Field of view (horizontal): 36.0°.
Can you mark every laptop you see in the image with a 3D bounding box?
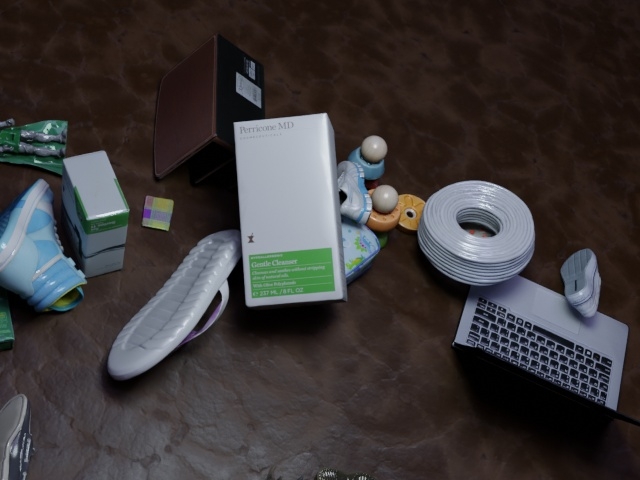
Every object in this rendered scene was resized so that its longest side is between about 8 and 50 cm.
[{"bbox_3d":[0.496,0.201,2.030,0.381,0.236,0.408,25,51,-1],"label":"laptop"}]

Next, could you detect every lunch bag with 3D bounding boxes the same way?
[{"bbox_3d":[0.000,0.000,2.095,0.219,0.090,0.176,44,54,13],"label":"lunch bag"}]

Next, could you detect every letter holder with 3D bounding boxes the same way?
[{"bbox_3d":[-0.248,-0.263,2.183,0.152,0.214,0.302,30,43,-39],"label":"letter holder"}]

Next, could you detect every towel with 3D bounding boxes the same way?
[{"bbox_3d":[-0.342,-0.058,2.071,0.060,0.009,0.083,11,53,-13],"label":"towel"}]

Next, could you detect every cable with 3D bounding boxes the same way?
[{"bbox_3d":[0.342,-0.019,2.142,0.257,0.089,0.257,-11,48,-18],"label":"cable"}]

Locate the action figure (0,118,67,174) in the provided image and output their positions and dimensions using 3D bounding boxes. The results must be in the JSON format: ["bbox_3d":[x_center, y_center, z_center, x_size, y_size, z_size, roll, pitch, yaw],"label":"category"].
[{"bbox_3d":[-0.648,-0.206,2.044,0.232,0.063,0.137,2,58,-14],"label":"action figure"}]

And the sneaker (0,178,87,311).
[{"bbox_3d":[-0.532,0.024,1.891,0.208,0.127,0.319,45,23,-22],"label":"sneaker"}]

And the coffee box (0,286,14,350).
[{"bbox_3d":[-0.635,0.121,1.817,0.113,0.040,0.184,-7,58,-25],"label":"coffee box"}]

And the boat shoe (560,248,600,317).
[{"bbox_3d":[0.594,0.101,2.236,0.076,0.083,0.226,58,31,-15],"label":"boat shoe"}]

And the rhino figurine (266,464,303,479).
[{"bbox_3d":[-0.042,0.506,1.723,0.106,0.073,0.243,-11,58,-21],"label":"rhino figurine"}]

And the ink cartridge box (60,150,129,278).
[{"bbox_3d":[-0.439,-0.046,1.903,0.086,0.208,0.153,-15,61,-25],"label":"ink cartridge box"}]

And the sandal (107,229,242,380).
[{"bbox_3d":[-0.248,0.133,1.900,0.102,0.169,0.416,58,46,-26],"label":"sandal"}]

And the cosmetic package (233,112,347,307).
[{"bbox_3d":[-0.058,-0.053,1.954,0.196,0.155,0.366,-7,84,5],"label":"cosmetic package"}]

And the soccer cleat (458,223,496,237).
[{"bbox_3d":[0.391,0.004,2.251,0.196,0.076,0.068,20,50,21],"label":"soccer cleat"}]

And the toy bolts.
[{"bbox_3d":[0.152,-0.123,2.195,0.218,0.158,0.229,-11,60,-26],"label":"toy bolts"}]

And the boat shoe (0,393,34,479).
[{"bbox_3d":[-0.526,0.362,1.681,0.065,0.075,0.206,48,30,-40],"label":"boat shoe"}]

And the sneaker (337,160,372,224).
[{"bbox_3d":[0.051,-0.114,2.101,0.082,0.071,0.191,12,33,-22],"label":"sneaker"}]

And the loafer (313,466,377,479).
[{"bbox_3d":[0.049,0.453,1.810,0.148,0.050,0.056,24,53,-21],"label":"loafer"}]
